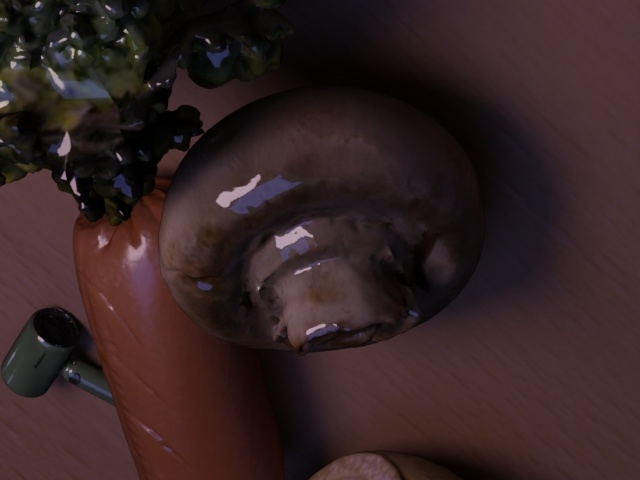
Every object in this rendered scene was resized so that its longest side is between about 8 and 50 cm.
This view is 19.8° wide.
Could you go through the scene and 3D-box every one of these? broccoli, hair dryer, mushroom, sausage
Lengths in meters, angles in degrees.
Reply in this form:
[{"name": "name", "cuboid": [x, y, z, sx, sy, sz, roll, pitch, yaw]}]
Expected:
[{"name": "broccoli", "cuboid": [-0.172, -0.175, 1.145, 0.324, 0.272, 0.334, -6, 78, 39]}, {"name": "hair dryer", "cuboid": [-0.187, 0.119, 1.519, 0.150, 0.047, 0.071, 31, 130, -9]}, {"name": "mushroom", "cuboid": [0.000, 0.000, 1.245, 0.226, 0.178, 0.226, 0, 144, 0]}, {"name": "sausage", "cuboid": [-0.108, 0.089, 1.410, 0.121, 0.121, 0.304, 1, 123, 22]}]

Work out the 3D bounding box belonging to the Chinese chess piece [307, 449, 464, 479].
[{"name": "Chinese chess piece", "cuboid": [0.034, 0.294, 1.406, 0.112, 0.270, 0.270, 29, 133, -23]}]
